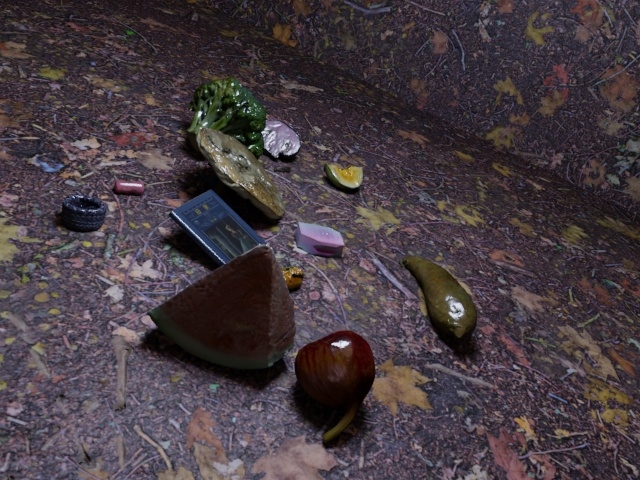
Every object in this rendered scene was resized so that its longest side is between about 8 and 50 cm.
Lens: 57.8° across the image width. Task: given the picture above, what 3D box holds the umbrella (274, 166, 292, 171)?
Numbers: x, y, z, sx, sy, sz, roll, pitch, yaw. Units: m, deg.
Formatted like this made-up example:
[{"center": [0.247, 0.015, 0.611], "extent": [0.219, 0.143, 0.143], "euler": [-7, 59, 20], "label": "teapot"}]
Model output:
[{"center": [-0.139, -0.265, 2.161], "extent": [0.083, 0.020, 0.031], "euler": [-13, 44, -37], "label": "umbrella"}]

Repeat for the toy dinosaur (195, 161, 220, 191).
[{"center": [-0.302, -0.183, 1.906], "extent": [0.248, 0.075, 0.188], "euler": [-2, 47, -44], "label": "toy dinosaur"}]

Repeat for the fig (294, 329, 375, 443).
[{"center": [0.047, 0.304, 1.245], "extent": [0.175, 0.175, 0.207], "euler": [-4, 53, -36], "label": "fig"}]

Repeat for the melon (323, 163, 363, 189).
[{"center": [0.085, -0.233, 2.203], "extent": [0.160, 0.079, 0.128], "euler": [2, 53, -30], "label": "melon"}]

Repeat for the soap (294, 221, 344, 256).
[{"center": [0.000, 0.000, 1.785], "extent": [0.149, 0.056, 0.100], "euler": [10, 34, -18], "label": "soap"}]

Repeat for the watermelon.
[{"center": [-0.196, 0.151, 1.253], "extent": [0.283, 0.292, 0.250], "euler": [34, 62, 19], "label": "watermelon"}]

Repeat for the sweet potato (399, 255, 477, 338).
[{"center": [0.352, 0.150, 1.709], "extent": [0.130, 0.130, 0.422], "euler": [10, 26, -18], "label": "sweet potato"}]

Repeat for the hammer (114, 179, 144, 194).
[{"center": [-0.561, -0.156, 1.701], "extent": [0.083, 0.043, 0.043], "euler": [1, 36, -28], "label": "hammer"}]

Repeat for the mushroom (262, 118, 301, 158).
[{"center": [-0.158, -0.384, 2.246], "extent": [0.188, 0.141, 0.117], "euler": [33, -2, 11], "label": "mushroom"}]

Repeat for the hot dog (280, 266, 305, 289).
[{"center": [-0.120, 0.103, 1.544], "extent": [0.188, 0.055, 0.072], "euler": [-10, 44, -43], "label": "hot dog"}]

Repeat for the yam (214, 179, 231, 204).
[{"center": [-0.307, -0.098, 1.725], "extent": [0.061, 0.061, 0.274], "euler": [16, 35, -9], "label": "yam"}]

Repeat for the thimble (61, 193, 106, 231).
[{"center": [-0.616, -0.073, 1.506], "extent": [0.104, 0.066, 0.095], "euler": [23, 28, 2], "label": "thimble"}]

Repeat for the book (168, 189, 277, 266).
[{"center": [-0.263, -0.014, 1.592], "extent": [0.269, 0.025, 0.191], "euler": [45, 34, 3], "label": "book"}]

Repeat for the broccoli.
[{"center": [-0.340, -0.409, 2.050], "extent": [0.321, 0.304, 0.283], "euler": [15, 46, 39], "label": "broccoli"}]

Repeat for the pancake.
[{"center": [-0.247, -0.209, 1.813], "extent": [0.387, 0.082, 0.387], "euler": [44, 12, -12], "label": "pancake"}]
